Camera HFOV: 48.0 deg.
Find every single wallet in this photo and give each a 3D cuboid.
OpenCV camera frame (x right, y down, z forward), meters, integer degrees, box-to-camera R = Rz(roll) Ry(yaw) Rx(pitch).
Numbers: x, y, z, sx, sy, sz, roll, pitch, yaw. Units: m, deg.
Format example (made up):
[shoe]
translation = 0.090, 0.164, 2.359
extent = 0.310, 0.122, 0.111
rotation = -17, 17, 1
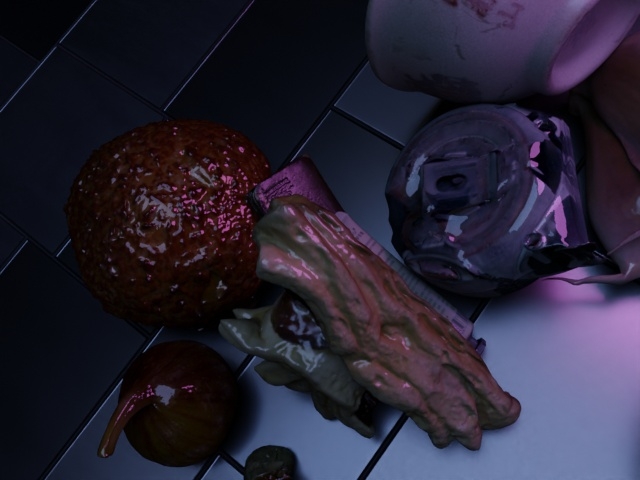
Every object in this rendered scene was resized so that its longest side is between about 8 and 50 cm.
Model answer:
[wallet]
translation = 0.000, 0.000, 1.021
extent = 0.122, 0.031, 0.232
rotation = -37, 101, -27

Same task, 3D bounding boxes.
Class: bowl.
[bowl]
translation = 0.284, -0.315, 0.927
extent = 0.434, 0.435, 0.196
rotation = -41, 66, -3

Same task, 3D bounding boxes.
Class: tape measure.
[tape measure]
translation = 0.218, -0.058, 0.965
extent = 0.275, 0.147, 0.256
rotation = -18, 60, 33

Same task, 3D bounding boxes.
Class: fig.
[fig]
translation = -0.209, 0.214, 0.975
extent = 0.175, 0.207, 0.175
rotation = -9, 66, 21

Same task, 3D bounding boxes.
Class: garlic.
[garlic]
translation = 0.443, -0.111, 0.932
extent = 0.245, 0.231, 0.340
rotation = 10, 68, 13

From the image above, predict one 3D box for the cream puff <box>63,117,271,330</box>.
[cream puff]
translation = -0.222, -0.037, 1.059
extent = 0.350, 0.229, 0.351
rotation = -4, 68, 10

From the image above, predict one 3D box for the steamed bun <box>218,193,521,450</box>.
[steamed bun]
translation = 0.027, 0.134, 0.910
extent = 0.189, 0.428, 0.247
rotation = -51, 24, -12

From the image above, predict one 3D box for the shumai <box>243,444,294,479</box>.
[shumai]
translation = -0.077, 0.318, 0.975
extent = 0.083, 0.080, 0.082
rotation = -34, 65, 1

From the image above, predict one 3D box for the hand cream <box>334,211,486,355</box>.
[hand cream]
translation = 0.109, 0.069, 0.993
extent = 0.276, 0.059, 0.095
rotation = 40, 49, 3
